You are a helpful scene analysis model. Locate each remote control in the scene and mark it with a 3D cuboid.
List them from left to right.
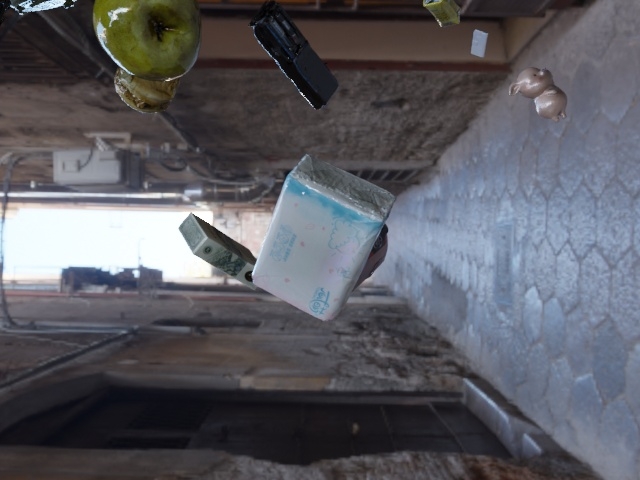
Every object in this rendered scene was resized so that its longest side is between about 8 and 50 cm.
[{"bbox_3d":[-0.070,-0.600,1.984,0.399,0.062,0.144,43,-105,-42],"label":"remote control"}]

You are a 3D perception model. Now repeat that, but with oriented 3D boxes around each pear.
[{"bbox_3d":[-0.484,-0.599,1.691,0.304,0.304,0.303,1,-90,-90],"label":"pear"}]

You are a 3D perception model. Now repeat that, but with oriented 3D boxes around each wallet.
[{"bbox_3d":[0.470,-0.583,1.796,0.011,0.044,0.083,-52,-25,-26],"label":"wallet"}]

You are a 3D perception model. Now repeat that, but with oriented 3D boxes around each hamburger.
[{"bbox_3d":[-0.562,-0.515,1.967,0.108,0.214,0.213,-30,51,50],"label":"hamburger"}]

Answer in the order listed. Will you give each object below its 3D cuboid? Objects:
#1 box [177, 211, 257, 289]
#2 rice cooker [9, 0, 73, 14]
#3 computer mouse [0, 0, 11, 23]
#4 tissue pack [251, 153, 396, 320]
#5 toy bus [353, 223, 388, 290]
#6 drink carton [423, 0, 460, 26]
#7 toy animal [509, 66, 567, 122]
[{"bbox_3d":[-0.292,0.033,1.824,0.256,0.069,0.164,36,-173,-41],"label":"box"},{"bbox_3d":[-0.781,-0.755,1.648,0.226,0.226,0.244,-87,-16,-71],"label":"rice cooker"},{"bbox_3d":[-0.860,-0.570,1.549,0.077,0.242,0.146,27,-143,-59],"label":"computer mouse"},{"bbox_3d":[-0.002,-0.001,1.151,0.124,0.202,0.271,-51,-13,-54],"label":"tissue pack"},{"bbox_3d":[0.057,0.058,1.628,0.303,0.128,0.147,-38,-44,-28],"label":"toy bus"},{"bbox_3d":[0.408,-0.751,1.986,0.200,0.084,0.074,20,-107,-53],"label":"drink carton"},{"bbox_3d":[0.484,-0.322,1.333,0.150,0.089,0.083,52,-152,14],"label":"toy animal"}]
